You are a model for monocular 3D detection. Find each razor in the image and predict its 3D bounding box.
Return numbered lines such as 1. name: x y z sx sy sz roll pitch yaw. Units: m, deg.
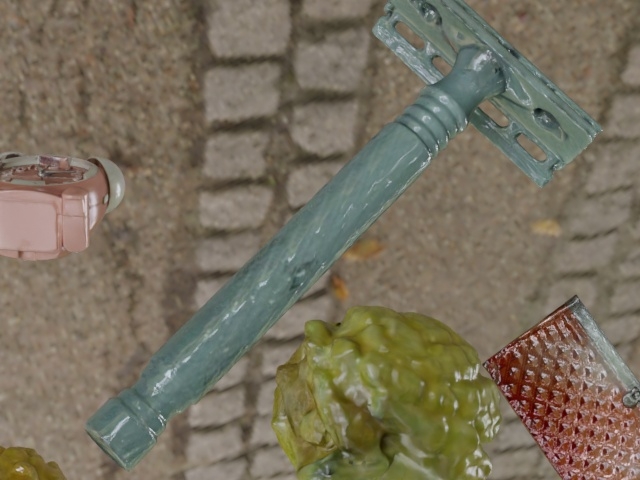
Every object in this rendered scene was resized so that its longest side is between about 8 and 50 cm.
1. razor: 0.000 0.000 0.564 0.232 0.106 0.068 -46 175 -18

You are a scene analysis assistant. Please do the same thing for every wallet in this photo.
1. wallet: 0.231 0.154 1.205 0.103 0.196 0.020 -37 169 11

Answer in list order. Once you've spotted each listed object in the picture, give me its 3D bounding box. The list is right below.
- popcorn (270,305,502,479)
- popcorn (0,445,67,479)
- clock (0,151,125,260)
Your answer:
1. popcorn: 0.042 0.129 1.034 0.173 0.142 0.173 -7 125 -10
2. popcorn: -0.298 0.279 1.317 0.170 0.180 0.180 -31 148 7
3. clock: -0.313 -0.044 1.623 0.166 0.162 0.093 3 112 5
